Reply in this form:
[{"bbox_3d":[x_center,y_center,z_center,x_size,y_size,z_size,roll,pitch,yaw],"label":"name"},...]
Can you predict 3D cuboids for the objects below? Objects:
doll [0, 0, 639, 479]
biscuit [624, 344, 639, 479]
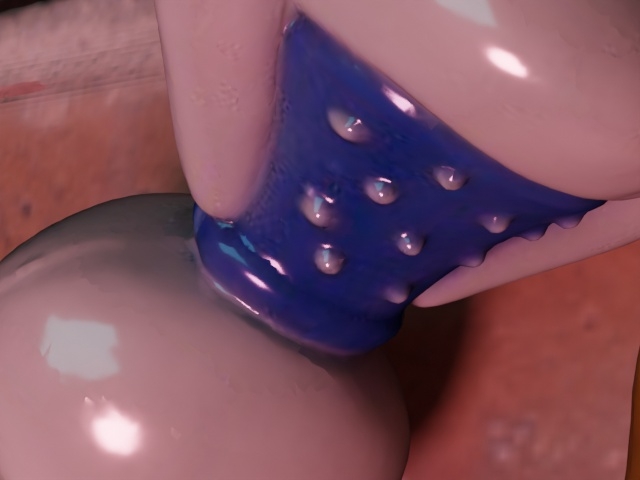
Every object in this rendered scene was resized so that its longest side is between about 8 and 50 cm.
[{"bbox_3d":[0.000,0.000,0.442,0.293,0.138,0.119,-53,37,23],"label":"doll"},{"bbox_3d":[0.177,0.013,0.324,0.274,0.091,0.213,-24,63,34],"label":"biscuit"}]
